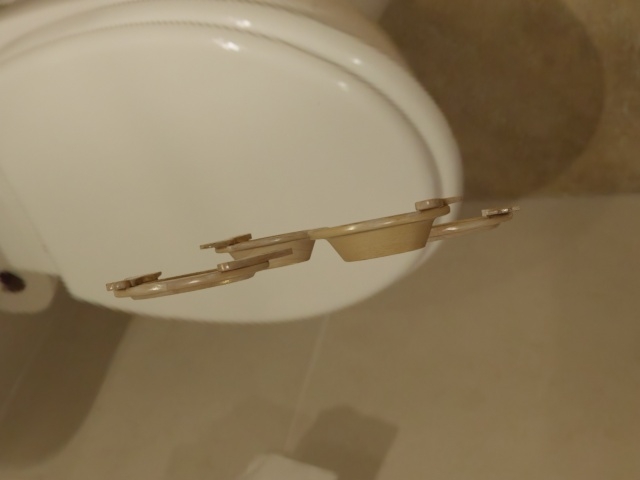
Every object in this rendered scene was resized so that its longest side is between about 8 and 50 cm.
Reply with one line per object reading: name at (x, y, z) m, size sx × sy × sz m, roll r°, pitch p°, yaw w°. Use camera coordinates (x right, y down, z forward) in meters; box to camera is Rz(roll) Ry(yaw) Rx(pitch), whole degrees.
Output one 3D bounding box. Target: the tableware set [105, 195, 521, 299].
tableware set at (0.000, 0.000, 0.454) m, size 0.169 × 0.141 × 0.020 m, roll -11°, pitch 91°, yaw 18°
